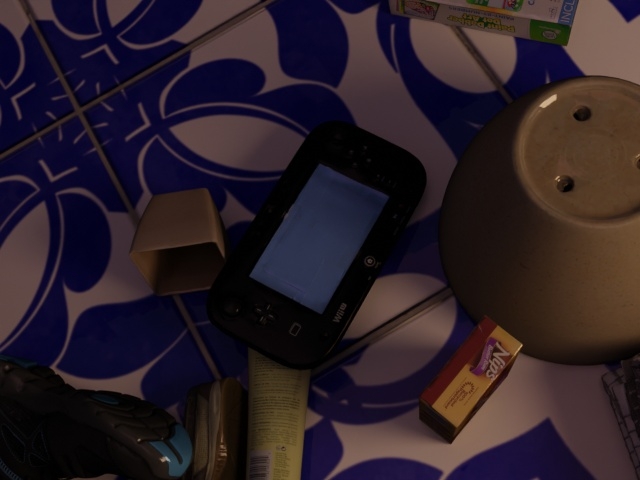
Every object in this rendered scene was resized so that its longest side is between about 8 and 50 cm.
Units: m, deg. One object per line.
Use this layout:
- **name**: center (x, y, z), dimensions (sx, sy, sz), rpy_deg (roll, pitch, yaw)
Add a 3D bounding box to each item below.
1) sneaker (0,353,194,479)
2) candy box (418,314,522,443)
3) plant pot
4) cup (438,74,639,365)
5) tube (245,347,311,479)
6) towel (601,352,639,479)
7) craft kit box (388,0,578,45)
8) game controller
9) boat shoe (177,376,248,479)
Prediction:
- **sneaker**: center (-0.290, 0.235, 1.071), dimensions (0.341, 0.125, 0.139), rpy_deg (12, 83, 34)
- **candy box**: center (0.156, 0.155, 0.991), dimensions (0.053, 0.186, 0.109), rpy_deg (38, 80, 17)
- **plant pot**: center (-0.167, -0.003, 1.156), dimensions (0.109, 0.109, 0.096), rpy_deg (-7, 57, 7)
- **cup**: center (0.290, -0.049, 1.017), dimensions (0.331, 0.237, 0.331), rpy_deg (-4, 69, 9)
- **tube**: center (-0.049, 0.195, 1.087), dimensions (0.062, 0.070, 0.240), rpy_deg (-29, 51, 46)
- **towel**: center (0.453, 0.223, 0.951), dimensions (0.235, 0.121, 0.283), rpy_deg (-16, 68, 3)
- **craft kit box**: center (0.243, -0.402, 1.254), dimensions (0.247, 0.061, 0.250), rpy_deg (15, 73, 12)
- **game controller**: center (0.000, 0.000, 1.125), dimensions (0.166, 0.067, 0.319), rpy_deg (24, 69, 19)
- **boat shoe**: center (-0.130, 0.270, 1.063), dimensions (0.073, 0.080, 0.223), rpy_deg (-11, 62, 28)
